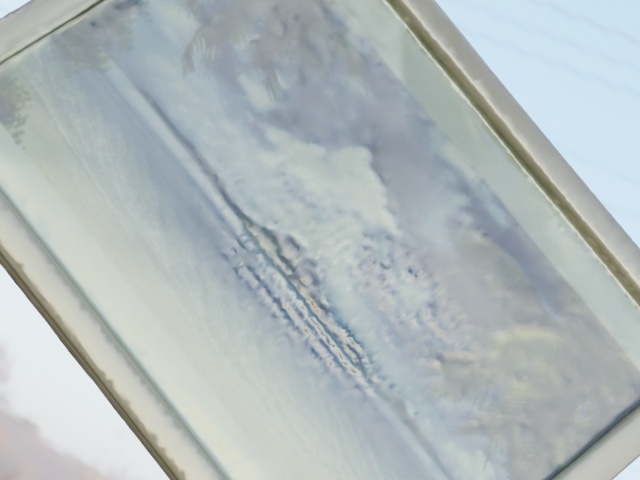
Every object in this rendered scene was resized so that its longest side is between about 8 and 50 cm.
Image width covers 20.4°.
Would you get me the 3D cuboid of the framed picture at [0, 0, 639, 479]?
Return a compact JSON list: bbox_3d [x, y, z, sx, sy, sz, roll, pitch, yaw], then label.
[{"bbox_3d":[0.000,0.000,0.756,0.315,0.232,0.024,50,-21,7],"label":"framed picture"}]
